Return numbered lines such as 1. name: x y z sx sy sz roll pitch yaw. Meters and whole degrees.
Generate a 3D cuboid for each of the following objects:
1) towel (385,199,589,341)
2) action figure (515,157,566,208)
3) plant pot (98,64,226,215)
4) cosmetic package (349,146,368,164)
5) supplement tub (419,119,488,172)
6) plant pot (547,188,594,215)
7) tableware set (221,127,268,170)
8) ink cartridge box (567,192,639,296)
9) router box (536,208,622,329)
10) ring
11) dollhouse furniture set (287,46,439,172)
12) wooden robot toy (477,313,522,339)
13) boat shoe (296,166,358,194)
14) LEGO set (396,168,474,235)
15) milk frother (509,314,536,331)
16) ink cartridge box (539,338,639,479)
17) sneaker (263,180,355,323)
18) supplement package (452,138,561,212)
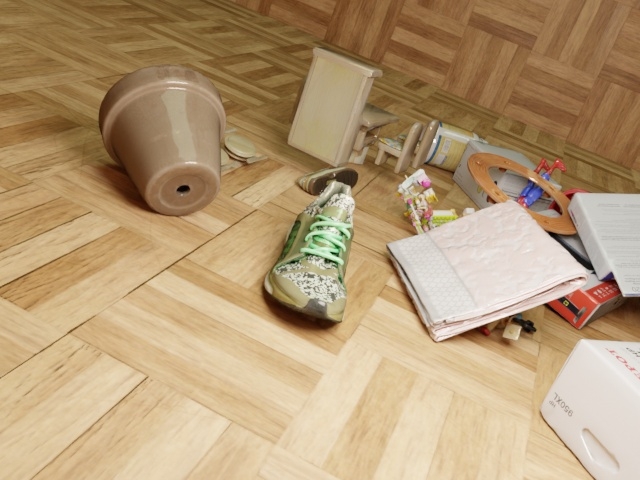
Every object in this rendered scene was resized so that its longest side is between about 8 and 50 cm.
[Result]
1. towel: 0.320 0.044 1.488 0.317 0.053 0.332 -19 31 -2
2. action figure: 0.594 -0.089 2.057 0.139 0.280 0.091 53 -20 -23
3. plant pot: -0.296 -0.181 1.473 0.263 0.263 0.229 4 46 -33
4. cosmetic package: 0.076 -0.262 2.137 0.115 0.060 0.041 4 27 -30
5. supplement tub: 0.429 -0.298 2.394 0.199 0.144 0.144 17 24 -10
6. plant pot: 0.746 -0.034 2.043 0.174 0.191 0.191 14 24 -32
7. tableware set: -0.237 -0.213 1.811 0.128 0.039 0.194 42 35 16
8. ink cartridge box: 0.797 0.021 1.750 0.324 0.071 0.330 1 49 -8
9. router box: 0.597 0.057 1.798 0.301 0.082 0.335 44 32 26
10. ring: 0.521 -0.118 1.888 0.336 0.032 0.336 21 30 -13
11. dollhouse furniture set: 0.103 -0.368 1.984 0.362 0.256 0.394 28 24 20
12. wooden robot toy: 0.347 0.157 1.489 0.173 0.076 0.079 42 -4 40
13. boat shoe: 0.018 -0.160 1.874 0.072 0.068 0.190 24 21 37
14. LEGO set: 0.288 -0.053 1.817 0.287 0.132 0.107 31 30 -40
15. milk frother: 0.423 0.102 1.549 0.143 0.135 0.129 32 27 24
16. ink cartridge box: 0.616 0.314 1.214 0.395 0.166 0.285 6 27 -29
17. sneaker: 0.000 0.000 1.366 0.158 0.182 0.410 18 24 -7
18. supplement package: 0.563 -0.178 2.248 0.204 0.145 0.262 11 25 -21
